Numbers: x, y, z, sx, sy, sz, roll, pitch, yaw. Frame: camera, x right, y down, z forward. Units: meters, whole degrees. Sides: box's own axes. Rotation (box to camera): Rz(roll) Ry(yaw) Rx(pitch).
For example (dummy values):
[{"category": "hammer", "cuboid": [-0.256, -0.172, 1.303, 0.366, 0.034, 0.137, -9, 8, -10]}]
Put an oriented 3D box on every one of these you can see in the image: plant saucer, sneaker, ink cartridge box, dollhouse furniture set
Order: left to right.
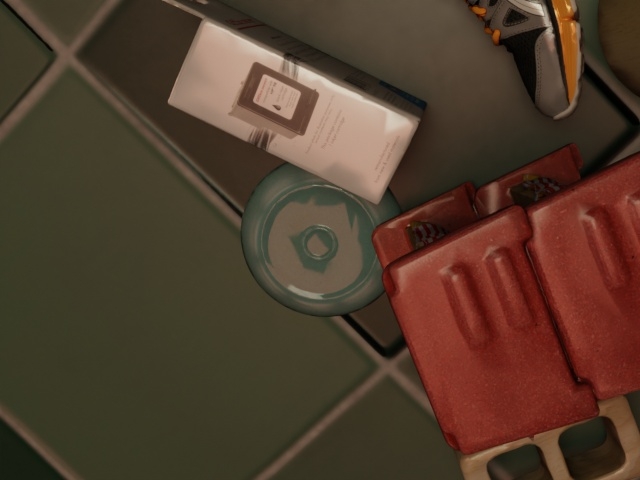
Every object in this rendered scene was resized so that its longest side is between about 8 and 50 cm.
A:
[{"category": "ink cartridge box", "cuboid": [-0.026, -0.096, 0.632, 0.180, 0.104, 0.060, 26, 106, 2]}, {"category": "plant saucer", "cuboid": [0.000, 0.000, 0.693, 0.119, 0.021, 0.119, 2, 103, 8]}, {"category": "sneaker", "cuboid": [0.107, -0.173, 0.611, 0.083, 0.084, 0.215, -20, 91, 15]}, {"category": "dollhouse furniture set", "cuboid": [0.166, 0.139, 0.597, 0.152, 0.201, 0.374, -21, 98, 4]}]

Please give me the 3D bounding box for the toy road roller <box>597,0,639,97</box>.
[{"category": "toy road roller", "cuboid": [0.285, -0.231, 0.513, 0.241, 0.202, 0.329, -3, 102, -3]}]
